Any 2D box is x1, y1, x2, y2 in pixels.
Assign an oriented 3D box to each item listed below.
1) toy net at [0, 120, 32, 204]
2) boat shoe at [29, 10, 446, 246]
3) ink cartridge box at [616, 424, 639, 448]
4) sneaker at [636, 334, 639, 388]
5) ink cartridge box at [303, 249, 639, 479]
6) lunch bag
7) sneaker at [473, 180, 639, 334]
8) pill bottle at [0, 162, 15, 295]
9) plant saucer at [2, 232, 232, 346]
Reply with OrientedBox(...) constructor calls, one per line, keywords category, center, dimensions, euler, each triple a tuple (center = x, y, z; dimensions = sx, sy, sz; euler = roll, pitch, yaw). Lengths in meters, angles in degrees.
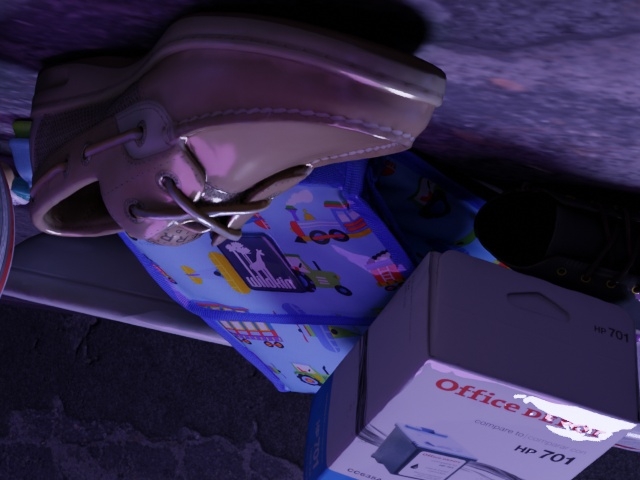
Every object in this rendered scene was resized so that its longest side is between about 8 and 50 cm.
OrientedBox(category="toy net", center=(-0.216, -0.051, 0.985), dimensions=(0.122, 0.045, 0.232), euler=(14, 173, -38))
OrientedBox(category="boat shoe", center=(-0.057, -0.042, 0.630), dimensions=(0.109, 0.098, 0.302), euler=(16, 170, -38))
OrientedBox(category="ink cartridge box", center=(0.326, 0.161, 1.459), dimensions=(0.271, 0.130, 0.309), euler=(13, 172, -5))
OrientedBox(category="sneaker", center=(0.287, 0.081, 1.012), dimensions=(0.305, 0.114, 0.152), euler=(23, -178, -31))
OrientedBox(category="ink cartridge box", center=(0.088, 0.104, 0.803), dimensions=(0.139, 0.082, 0.191), euler=(18, 142, -13))
OrientedBox(category="lunch bag", center=(0.000, 0.000, 0.872), dimensions=(0.221, 0.138, 0.293), euler=(2, 155, 37))
OrientedBox(category="sneaker", center=(0.204, 0.016, 0.775), dimensions=(0.222, 0.083, 0.118), euler=(-1, 162, 41))
OrientedBox(category="pill bottle", center=(-0.275, -0.026, 0.629), dimensions=(0.210, 0.210, 0.363), euler=(11, 172, -5))
OrientedBox(category="plant saucer", center=(-0.111, 0.039, 1.210), dimensions=(0.400, 0.101, 0.400), euler=(13, 176, 1))
